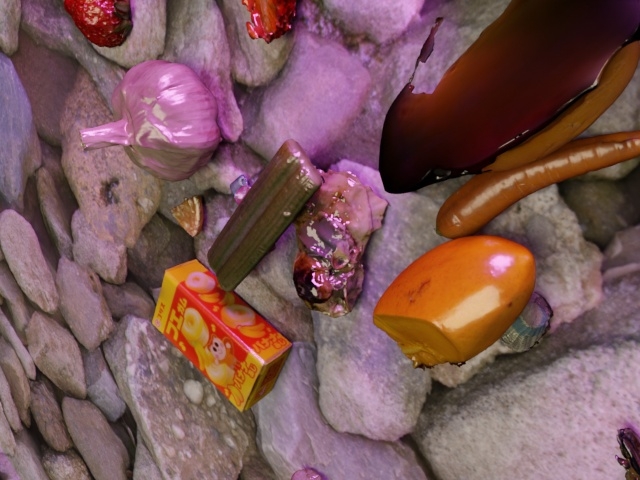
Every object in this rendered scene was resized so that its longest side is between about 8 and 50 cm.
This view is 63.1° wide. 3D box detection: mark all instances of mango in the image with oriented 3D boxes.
[{"bbox_3d":[0.164,0.075,0.652,0.126,0.154,0.252,40,141,-3],"label":"mango"}]

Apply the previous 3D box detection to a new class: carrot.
[{"bbox_3d":[0.244,-0.074,0.616,0.271,0.062,0.066,-33,52,35],"label":"carrot"}]

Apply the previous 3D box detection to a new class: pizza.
[{"bbox_3d":[-0.253,-0.054,1.004,0.078,0.025,0.083,17,108,26],"label":"pizza"}]

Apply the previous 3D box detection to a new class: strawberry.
[{"bbox_3d":[-0.070,-0.381,0.735,0.121,0.082,0.188,25,130,48],"label":"strawberry"},{"bbox_3d":[-0.430,-0.443,0.979,0.187,0.082,0.146,15,107,37],"label":"strawberry"}]

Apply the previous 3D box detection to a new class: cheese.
[{"bbox_3d":[-0.117,-0.043,0.900,0.095,0.038,0.145,-33,79,37],"label":"cheese"}]

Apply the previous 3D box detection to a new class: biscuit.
[{"bbox_3d":[-0.105,-0.027,0.833,0.322,0.038,0.099,-46,64,40],"label":"biscuit"}]

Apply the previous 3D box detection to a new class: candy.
[{"bbox_3d":[-0.195,0.177,1.000,0.276,0.088,0.146,36,124,21],"label":"candy"}]

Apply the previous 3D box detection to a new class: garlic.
[{"bbox_3d":[-0.293,-0.190,0.871,0.219,0.212,0.218,19,120,35],"label":"garlic"}]

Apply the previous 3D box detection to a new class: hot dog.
[{"bbox_3d":[0.210,-0.168,0.578,0.326,0.107,0.194,-16,72,52],"label":"hot dog"}]

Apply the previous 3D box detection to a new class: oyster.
[{"bbox_3d":[0.010,0.010,0.790,0.162,0.107,0.232,9,108,43],"label":"oyster"}]

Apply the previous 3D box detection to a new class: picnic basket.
[{"bbox_3d":[0.258,0.105,0.663,0.065,0.083,0.083,39,162,12],"label":"picnic basket"}]

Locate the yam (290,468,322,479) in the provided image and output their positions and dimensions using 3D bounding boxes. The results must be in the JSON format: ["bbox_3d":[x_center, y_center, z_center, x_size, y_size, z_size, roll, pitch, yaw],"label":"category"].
[{"bbox_3d":[-0.029,0.627,1.038,0.083,0.083,0.371,9,110,34],"label":"yam"}]

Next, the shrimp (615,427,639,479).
[{"bbox_3d":[0.444,0.302,0.598,0.152,0.046,0.219,-39,85,39],"label":"shrimp"}]
